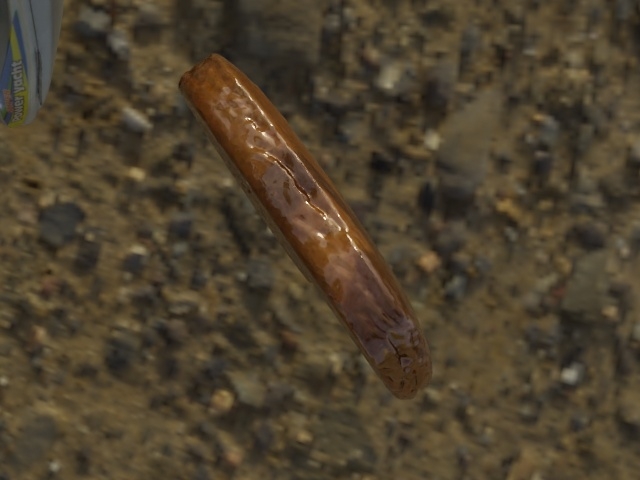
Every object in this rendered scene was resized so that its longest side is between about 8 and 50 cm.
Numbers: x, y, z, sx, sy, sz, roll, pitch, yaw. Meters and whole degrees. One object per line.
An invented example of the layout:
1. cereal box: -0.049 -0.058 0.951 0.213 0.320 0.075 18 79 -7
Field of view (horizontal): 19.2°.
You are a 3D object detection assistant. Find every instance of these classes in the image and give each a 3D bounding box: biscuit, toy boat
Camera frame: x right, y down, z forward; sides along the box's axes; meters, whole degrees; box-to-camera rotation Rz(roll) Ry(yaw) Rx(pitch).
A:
1. biscuit: 0.000 0.000 0.917 0.036 0.192 0.186 -34 154 -3
2. toy boat: -0.239 -0.174 1.246 0.141 0.141 0.269 -21 147 -32
